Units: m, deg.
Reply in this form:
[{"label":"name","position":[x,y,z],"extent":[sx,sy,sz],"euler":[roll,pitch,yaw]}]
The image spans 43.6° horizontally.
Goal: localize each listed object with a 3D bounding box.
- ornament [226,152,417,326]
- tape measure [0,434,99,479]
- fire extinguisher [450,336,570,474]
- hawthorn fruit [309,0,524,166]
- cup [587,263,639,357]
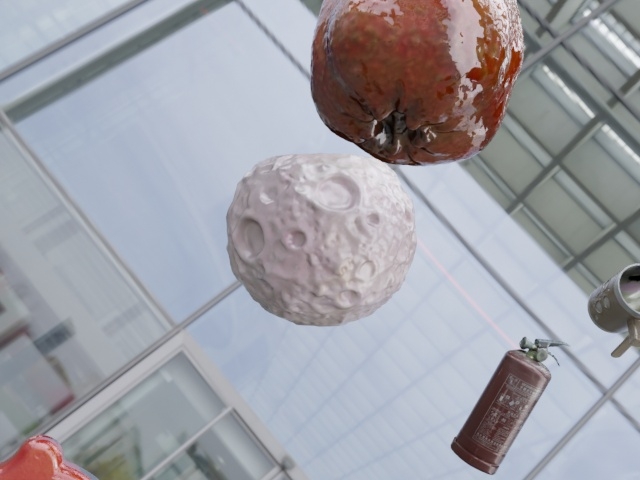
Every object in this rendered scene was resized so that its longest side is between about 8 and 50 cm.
[{"label":"ornament","position":[0.000,0.000,1.071],"extent":[0.259,0.260,0.224],"euler":[3,-86,62]},{"label":"tape measure","position":[-0.434,0.437,1.182],"extent":[0.260,0.253,0.114],"euler":[52,-19,-6]},{"label":"fire extinguisher","position":[0.344,0.284,1.441],"extent":[0.105,0.268,0.105],"euler":[28,5,-3]},{"label":"hawthorn fruit","position":[0.095,-0.195,0.760],"extent":[0.205,0.253,0.205],"euler":[11,-29,6]},{"label":"cup","position":[0.410,0.093,1.057],"extent":[0.099,0.074,0.102],"euler":[111,-37,-68]}]
